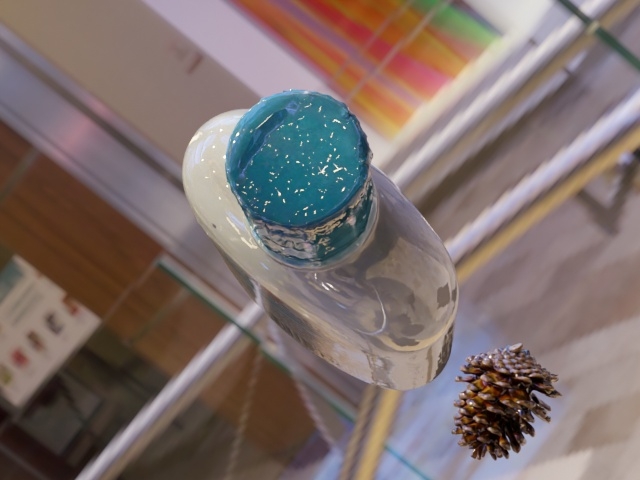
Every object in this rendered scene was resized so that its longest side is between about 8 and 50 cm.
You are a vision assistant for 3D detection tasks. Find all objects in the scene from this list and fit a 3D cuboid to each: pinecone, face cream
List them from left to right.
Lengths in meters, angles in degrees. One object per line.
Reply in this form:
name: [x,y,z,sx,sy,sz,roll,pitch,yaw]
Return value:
face cream: [0.000,0.000,0.805,0.080,0.163,0.337,-51,-11,-7]
pinecone: [0.164,0.149,1.454,0.109,0.102,0.102,-50,9,-12]
